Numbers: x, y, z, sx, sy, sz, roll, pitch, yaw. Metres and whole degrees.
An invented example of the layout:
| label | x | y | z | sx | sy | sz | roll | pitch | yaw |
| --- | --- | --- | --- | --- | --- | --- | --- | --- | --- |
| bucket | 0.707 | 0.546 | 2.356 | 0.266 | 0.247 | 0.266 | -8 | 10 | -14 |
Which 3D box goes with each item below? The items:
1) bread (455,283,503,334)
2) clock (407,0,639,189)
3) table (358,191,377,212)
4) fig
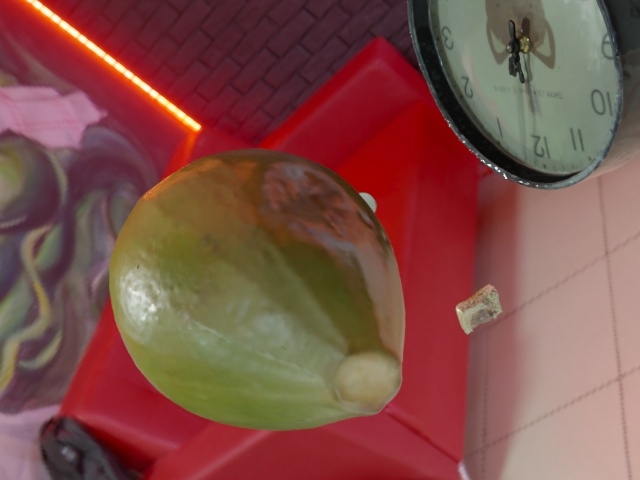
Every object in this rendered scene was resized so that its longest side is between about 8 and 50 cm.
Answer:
| label | x | y | z | sx | sy | sz | roll | pitch | yaw |
| --- | --- | --- | --- | --- | --- | --- | --- | --- | --- |
| bread | 0.274 | 0.118 | 1.687 | 0.083 | 0.070 | 0.035 | -28 | 44 | -8 |
| clock | 0.210 | -0.206 | 1.004 | 0.067 | 0.325 | 0.325 | -27 | 10 | -23 |
| table | 0.000 | 0.000 | 1.682 | 0.166 | 0.198 | 0.167 | 179 | 90 | -87 |
| fig | -0.033 | 0.036 | 0.718 | 0.230 | 0.207 | 0.207 | 2 | 52 | 30 |
